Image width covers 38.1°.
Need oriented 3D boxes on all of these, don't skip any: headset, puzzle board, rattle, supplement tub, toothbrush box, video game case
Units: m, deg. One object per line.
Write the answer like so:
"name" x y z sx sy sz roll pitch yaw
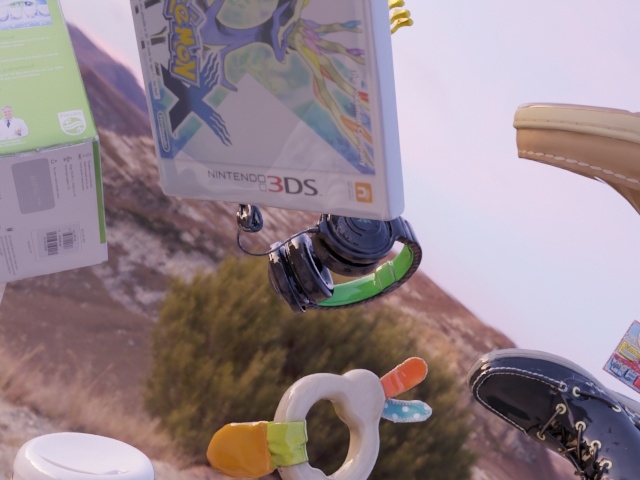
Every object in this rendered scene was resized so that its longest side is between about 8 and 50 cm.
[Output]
"headset" 0.000 0.000 1.573 0.394 0.243 0.185 20 42 -48
"puzzle board" 0.528 0.200 1.479 0.128 0.096 0.011 34 -1 1
"rattle" 0.006 0.190 0.965 0.130 0.199 0.143 51 -42 2
"supplement tub" -0.421 0.513 1.559 0.235 0.325 0.235 13 5 -1
"toothbrush box" -0.297 -0.133 0.894 0.206 0.122 0.283 106 -34 -56
"video game case" -0.065 -0.190 0.891 0.299 0.036 0.329 8 -67 36

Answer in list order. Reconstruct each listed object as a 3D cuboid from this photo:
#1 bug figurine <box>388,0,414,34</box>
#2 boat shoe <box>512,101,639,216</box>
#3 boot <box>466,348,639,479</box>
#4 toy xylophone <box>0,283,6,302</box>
"bug figurine" -0.038 -0.288 1.107 0.279 0.072 0.216 15 -26 39
"boat shoe" 0.290 -0.011 0.649 0.341 0.110 0.121 20 11 10
"boot" 0.258 0.209 0.908 0.236 0.085 0.179 25 28 -7
"toy xylophone" -0.448 0.062 1.043 0.236 0.323 0.081 25 10 10
